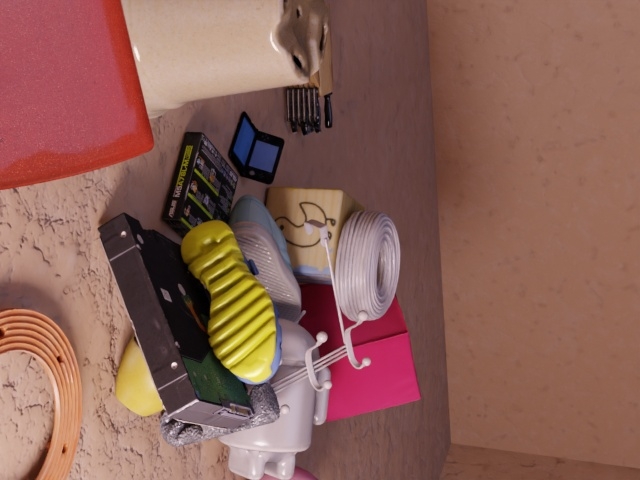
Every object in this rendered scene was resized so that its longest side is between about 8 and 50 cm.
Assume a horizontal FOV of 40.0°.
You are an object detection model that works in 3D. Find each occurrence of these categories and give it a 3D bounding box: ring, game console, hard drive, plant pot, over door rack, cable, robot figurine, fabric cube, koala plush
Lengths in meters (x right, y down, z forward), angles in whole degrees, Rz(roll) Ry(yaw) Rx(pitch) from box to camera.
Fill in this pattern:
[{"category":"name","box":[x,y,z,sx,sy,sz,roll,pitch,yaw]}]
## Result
[{"category":"ring","box":[-0.433,0.258,1.189,0.336,0.032,0.337,4,90,-71]},{"category":"game console","box":[-0.135,-0.198,1.880,0.071,0.107,0.122,116,-10,-62]},{"category":"hard drive","box":[-0.231,0.137,1.429,0.339,0.064,0.237,63,9,22]},{"category":"plant pot","box":[-0.287,0.236,1.470,0.095,0.134,0.134,-53,156,0]},{"category":"over door rack","box":[-0.036,0.146,1.711,0.239,0.108,0.324,-24,100,-34]},{"category":"cable","box":[0.109,0.061,2.010,0.257,0.089,0.257,74,28,-42]},{"category":"robot figurine","box":[-0.109,0.315,1.839,0.299,0.199,0.354,11,82,-36]},{"category":"plant pot","box":[-0.383,-0.186,0.963,0.236,0.267,0.267,-43,134,-45]},{"category":"fabric cube","box":[0.090,0.253,2.199,0.259,0.254,0.258,-102,177,-48]},{"category":"plant pot","box":[-0.163,-0.364,1.430,0.334,0.305,0.334,4,90,-70]},{"category":"koala plush","box":[-0.218,0.254,1.622,0.196,0.203,0.221,1,71,-57]}]

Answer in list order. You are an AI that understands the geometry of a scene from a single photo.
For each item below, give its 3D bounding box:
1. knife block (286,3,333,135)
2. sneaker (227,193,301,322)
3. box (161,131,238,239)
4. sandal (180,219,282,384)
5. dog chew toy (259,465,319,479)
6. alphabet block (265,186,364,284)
[{"category":"knife block","box":[-0.019,-0.401,2.135,0.242,0.088,0.276,61,37,-57]},{"category":"sneaker","box":[-0.112,0.045,1.893,0.366,0.135,0.150,80,11,-51]},{"category":"box","box":[-0.226,-0.084,1.684,0.191,0.045,0.184,53,47,-62]},{"category":"sandal","box":[-0.133,0.110,1.497,0.138,0.126,0.317,56,10,-52]},{"category":"dog chew toy","box":[-0.065,0.623,2.033,0.332,0.206,0.207,50,47,-73]},{"category":"alphabet block","box":[-0.018,-0.007,2.055,0.193,0.192,0.197,32,62,-69]}]
